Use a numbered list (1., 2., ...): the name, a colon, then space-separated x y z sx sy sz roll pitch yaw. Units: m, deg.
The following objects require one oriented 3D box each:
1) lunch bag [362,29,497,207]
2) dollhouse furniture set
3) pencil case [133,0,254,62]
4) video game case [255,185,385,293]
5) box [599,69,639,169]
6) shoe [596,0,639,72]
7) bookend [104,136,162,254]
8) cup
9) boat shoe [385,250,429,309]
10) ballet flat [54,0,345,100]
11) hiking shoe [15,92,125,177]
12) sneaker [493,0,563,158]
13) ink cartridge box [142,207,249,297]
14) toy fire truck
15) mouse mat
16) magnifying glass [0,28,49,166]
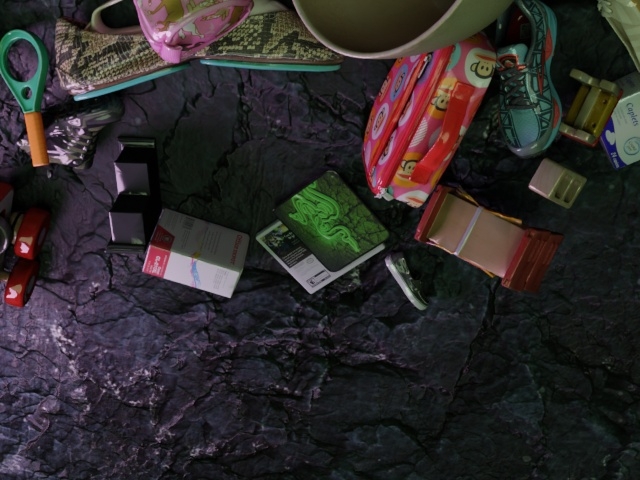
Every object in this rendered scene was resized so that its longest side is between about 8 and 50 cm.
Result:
1. lunch bag: 0.170 -0.203 1.260 0.120 0.258 0.293 18 121 -13
2. dollhouse furniture set: 0.345 -0.115 1.355 0.201 0.152 0.374 32 102 32
3. pencil case: -0.246 -0.448 1.109 0.167 0.160 0.386 -30 93 17
4. video game case: 0.000 0.000 1.542 0.190 0.022 0.173 -33 116 22
5. box: 0.538 -0.211 1.346 0.137 0.072 0.126 -25 119 17
6. shoe: 0.485 -0.352 1.255 0.058 0.077 0.219 -39 115 19
7. bookend: -0.342 -0.082 1.426 0.072 0.157 0.156 3 124 1
8. cup: 0.149 -0.393 1.048 0.236 0.331 0.331 -2 137 -48
9. boat shoe: 0.180 0.080 1.568 0.040 0.049 0.142 -29 115 19
10. ballet flat: -0.205 -0.338 1.267 0.482 0.164 0.182 -5 107 9
11. hiking shoe: -0.428 -0.189 1.417 0.226 0.086 0.114 -16 129 24
12. sneaker: 0.302 -0.258 1.230 0.104 0.262 0.125 -8 167 38
13. ink cartridge box: -0.234 0.024 1.506 0.175 0.127 0.072 18 123 -8
14. toy fire truck: -0.636 0.053 1.471 0.169 0.254 0.302 18 122 -9
15. mouse mat: 0.023 -0.032 1.502 0.152 0.007 0.190 -34 114 23
16. magnifying glass: -0.498 -0.243 1.353 0.092 0.026 0.231 -6 99 19
